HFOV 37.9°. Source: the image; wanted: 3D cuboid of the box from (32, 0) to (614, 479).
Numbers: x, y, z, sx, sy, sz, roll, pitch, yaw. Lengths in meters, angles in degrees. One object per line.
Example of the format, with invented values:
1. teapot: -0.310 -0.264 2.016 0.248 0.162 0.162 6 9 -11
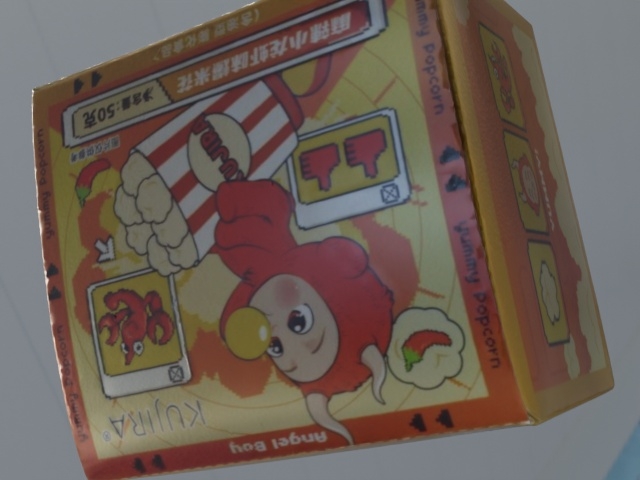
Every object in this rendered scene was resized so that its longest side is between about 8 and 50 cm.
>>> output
1. box: 0.000 0.000 0.590 0.214 0.284 0.259 3 -106 -63
